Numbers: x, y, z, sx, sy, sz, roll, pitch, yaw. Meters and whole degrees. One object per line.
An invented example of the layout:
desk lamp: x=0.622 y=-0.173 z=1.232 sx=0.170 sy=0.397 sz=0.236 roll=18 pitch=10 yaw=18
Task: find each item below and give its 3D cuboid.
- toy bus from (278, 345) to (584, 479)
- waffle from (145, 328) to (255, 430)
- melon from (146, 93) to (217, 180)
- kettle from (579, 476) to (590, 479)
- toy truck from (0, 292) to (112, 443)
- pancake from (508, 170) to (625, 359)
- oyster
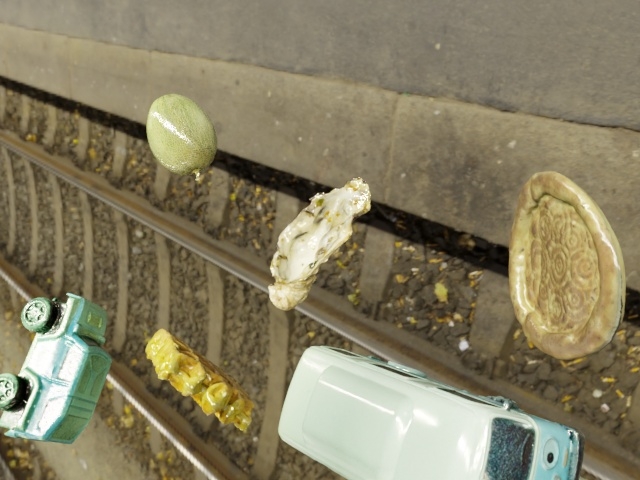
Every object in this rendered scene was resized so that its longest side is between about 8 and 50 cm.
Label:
toy bus: x=0.091 y=0.195 z=0.594 sx=0.271 sy=0.164 sz=0.133 roll=9 pitch=77 yaw=49
waffle: x=-0.183 y=0.215 z=0.924 sx=0.160 sy=0.055 sz=0.211 roll=41 pitch=169 yaw=-20
melon: x=-0.288 y=-0.214 z=1.261 sx=0.139 sy=0.139 sz=0.192 roll=-30 pitch=80 yaw=45
kettle: x=0.325 y=0.346 z=0.698 sx=0.098 sy=0.148 sz=0.127 roll=110 pitch=-178 yaw=-78
toy truck: x=-0.506 y=0.246 z=1.168 sx=0.156 sy=0.155 sz=0.279 roll=11 pitch=69 yaw=12
pancake: x=0.308 y=0.035 z=0.784 sx=0.250 sy=0.031 sz=0.250 roll=175 pitch=90 yaw=-80
oyster: x=0.004 y=0.005 z=1.203 sx=0.294 sy=0.094 sz=0.166 roll=-43 pitch=36 yaw=2
